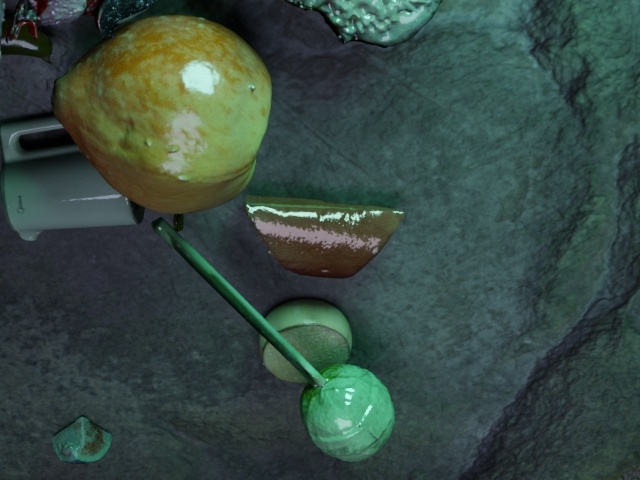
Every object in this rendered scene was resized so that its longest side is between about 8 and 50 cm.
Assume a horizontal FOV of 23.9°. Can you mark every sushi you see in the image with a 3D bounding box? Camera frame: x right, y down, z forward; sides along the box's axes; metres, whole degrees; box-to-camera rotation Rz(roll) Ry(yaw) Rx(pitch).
[{"bbox_3d":[0.027,-0.293,1.502,0.212,0.115,0.147,24,131,-25],"label":"sushi"}]

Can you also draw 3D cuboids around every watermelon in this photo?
[{"bbox_3d":[-0.325,0.270,2.053,0.085,0.085,0.061,-2,99,-2],"label":"watermelon"}]

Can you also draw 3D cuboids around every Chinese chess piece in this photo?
[{"bbox_3d":[-0.020,0.129,1.941,0.122,0.051,0.122,-3,134,-3],"label":"Chinese chess piece"}]

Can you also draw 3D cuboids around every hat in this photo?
[{"bbox_3d":[-0.197,-0.263,1.522,0.227,0.140,0.129,3,164,-24],"label":"hat"}]

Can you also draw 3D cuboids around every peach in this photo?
[{"bbox_3d":[-0.168,-0.131,1.582,0.232,0.233,0.233,-2,133,-2],"label":"peach"}]

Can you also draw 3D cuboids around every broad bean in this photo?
[{"bbox_3d":[-0.424,-0.232,1.580,0.297,0.043,0.060,14,121,-15],"label":"broad bean"}]

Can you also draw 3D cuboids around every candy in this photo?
[{"bbox_3d":[-0.055,0.118,1.834,0.119,0.119,0.440,-29,123,22],"label":"candy"}]

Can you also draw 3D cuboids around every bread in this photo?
[{"bbox_3d":[0.000,0.000,1.807,0.192,0.067,0.119,3,133,-6],"label":"bread"}]

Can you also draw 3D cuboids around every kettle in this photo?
[{"bbox_3d":[-0.283,-0.068,1.708,0.148,0.098,0.127,-5,139,6],"label":"kettle"}]

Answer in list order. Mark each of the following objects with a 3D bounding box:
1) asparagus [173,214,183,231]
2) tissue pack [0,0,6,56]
[{"bbox_3d":[-0.170,-0.072,1.764,0.016,0.016,0.163,10,136,13],"label":"asparagus"},{"bbox_3d":[-0.435,-0.230,1.472,0.256,0.123,0.215,16,112,8],"label":"tissue pack"}]
